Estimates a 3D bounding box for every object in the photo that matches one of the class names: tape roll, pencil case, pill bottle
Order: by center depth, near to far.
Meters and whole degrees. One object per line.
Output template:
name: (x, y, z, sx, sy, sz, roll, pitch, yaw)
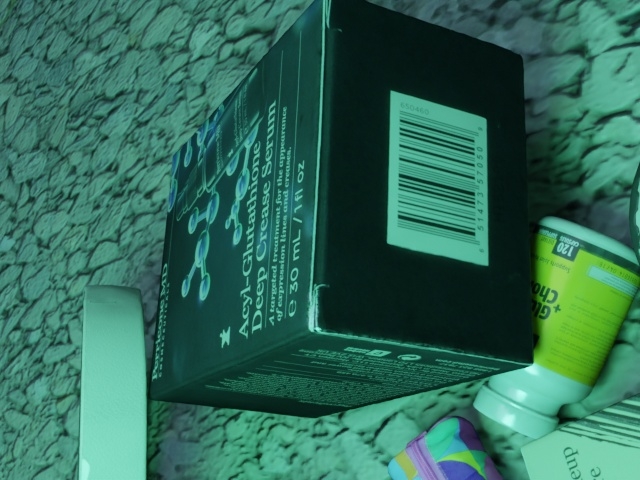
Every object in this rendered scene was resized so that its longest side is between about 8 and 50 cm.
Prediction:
pencil case: (0.148, 0.268, 0.803, 0.104, 0.104, 0.236, -51, 44, 18)
pill bottle: (0.207, 0.079, 0.813, 0.103, 0.103, 0.184, 26, 93, 48)
tape roll: (-0.258, 0.251, 1.108, 0.392, 0.072, 0.392, -178, 90, -76)

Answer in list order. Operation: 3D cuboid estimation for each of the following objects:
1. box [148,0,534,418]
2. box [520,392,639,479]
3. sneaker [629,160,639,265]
box: (0.000, 0.000, 0.900, 0.395, 0.212, 0.293, -32, 51, 58)
box: (0.286, 0.145, 0.629, 0.275, 0.094, 0.113, -36, 55, 31)
sneaker: (0.329, -0.068, 0.762, 0.097, 0.084, 0.234, 6, 78, 46)
